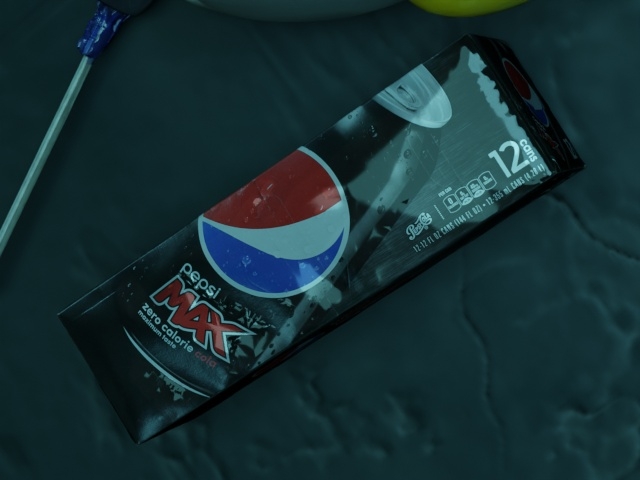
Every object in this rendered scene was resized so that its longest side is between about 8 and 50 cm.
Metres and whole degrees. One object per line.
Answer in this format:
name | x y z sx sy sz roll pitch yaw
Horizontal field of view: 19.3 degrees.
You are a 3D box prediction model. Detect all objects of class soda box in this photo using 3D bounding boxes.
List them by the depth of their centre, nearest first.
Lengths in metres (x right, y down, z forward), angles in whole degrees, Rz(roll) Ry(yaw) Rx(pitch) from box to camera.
soda box | 0.000 0.000 0.620 0.169 0.060 0.053 -34 84 16

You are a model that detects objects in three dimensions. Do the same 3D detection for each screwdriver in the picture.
screwdriver | -0.090 -0.053 0.658 0.025 0.024 0.170 29 100 -18

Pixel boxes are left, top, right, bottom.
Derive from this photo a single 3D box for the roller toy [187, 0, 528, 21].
roller toy | -0.016 -0.164 0.555 0.191 0.146 0.209 -3 88 10
